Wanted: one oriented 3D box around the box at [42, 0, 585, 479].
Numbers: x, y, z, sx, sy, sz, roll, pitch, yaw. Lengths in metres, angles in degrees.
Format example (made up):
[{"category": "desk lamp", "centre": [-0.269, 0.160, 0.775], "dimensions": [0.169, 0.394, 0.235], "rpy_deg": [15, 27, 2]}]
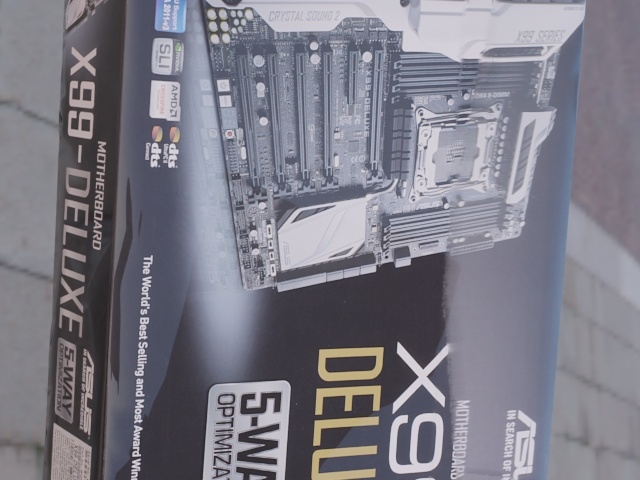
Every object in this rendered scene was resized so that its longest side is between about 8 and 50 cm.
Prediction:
[{"category": "box", "centre": [0.000, 0.000, 0.722], "dimensions": [0.242, 0.076, 0.308], "rpy_deg": [1, 96, -31]}]
